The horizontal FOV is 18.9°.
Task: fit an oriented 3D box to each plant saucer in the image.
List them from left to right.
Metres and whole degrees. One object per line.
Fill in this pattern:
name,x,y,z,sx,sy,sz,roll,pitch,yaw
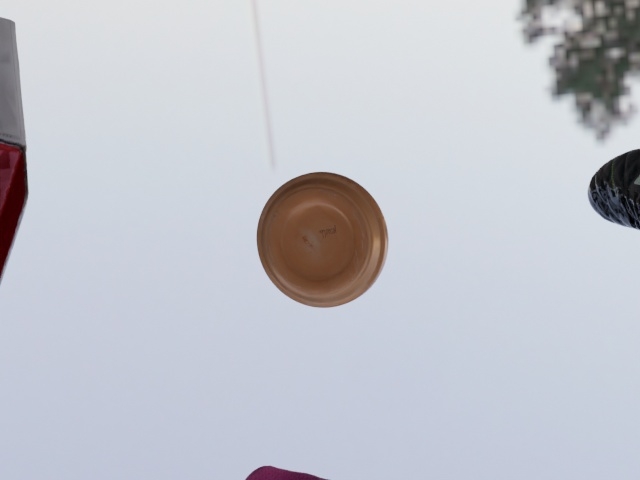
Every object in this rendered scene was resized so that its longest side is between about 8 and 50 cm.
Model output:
plant saucer,0.000,0.000,1.172,0.083,0.083,0.013,-1,-174,18

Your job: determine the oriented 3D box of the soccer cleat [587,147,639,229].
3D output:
soccer cleat,0.238,-0.026,1.311,0.072,0.060,0.179,-41,-157,-28

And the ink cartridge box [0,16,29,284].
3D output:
ink cartridge box,-0.304,0.021,1.323,0.130,0.309,0.272,13,-154,-18

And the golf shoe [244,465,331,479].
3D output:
golf shoe,-0.057,0.197,0.771,0.115,0.140,0.306,8,-158,15
